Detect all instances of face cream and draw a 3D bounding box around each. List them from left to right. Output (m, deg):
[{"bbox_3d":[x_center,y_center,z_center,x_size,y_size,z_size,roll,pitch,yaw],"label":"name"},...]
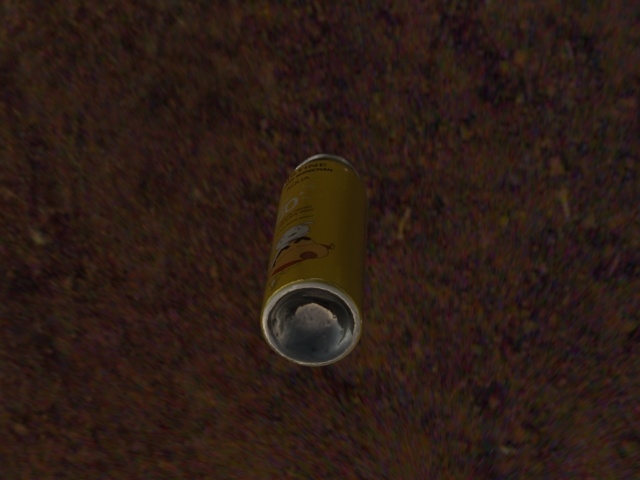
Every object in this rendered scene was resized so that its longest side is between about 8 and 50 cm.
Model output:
[{"bbox_3d":[0.000,0.000,1.503,0.105,0.348,0.105,2,119,3],"label":"face cream"}]
